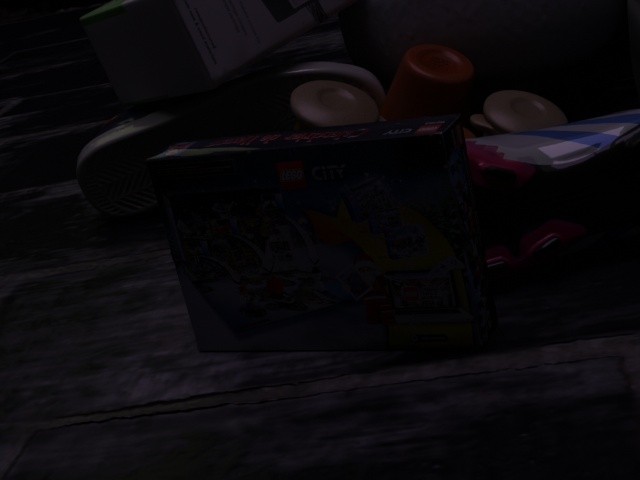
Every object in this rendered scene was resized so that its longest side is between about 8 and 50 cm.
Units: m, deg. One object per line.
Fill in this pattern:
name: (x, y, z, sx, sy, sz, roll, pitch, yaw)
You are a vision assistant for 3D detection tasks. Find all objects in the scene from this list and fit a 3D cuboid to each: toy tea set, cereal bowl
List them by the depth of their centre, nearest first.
toy tea set: (0.075, -0.076, 1.155, 0.336, 0.124, 0.200, -23, 51, -36)
cereal bowl: (0.197, -0.238, 1.390, 0.339, 0.141, 0.339, -11, 8, 2)

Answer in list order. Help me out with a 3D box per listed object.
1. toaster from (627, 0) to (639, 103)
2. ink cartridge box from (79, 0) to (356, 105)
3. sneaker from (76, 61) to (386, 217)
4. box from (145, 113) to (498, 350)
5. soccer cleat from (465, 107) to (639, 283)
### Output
toaster: (0.381, -0.192, 1.139, 0.186, 0.168, 0.110, -9, 20, 9)
ink cartridge box: (-0.092, -0.263, 1.295, 0.273, 0.114, 0.198, -37, 21, -32)
sneaker: (-0.100, -0.136, 1.327, 0.350, 0.131, 0.148, -13, 26, 6)
box: (0.000, 0.000, 0.856, 0.233, 0.159, 0.044, -3, 21, 26)
soccer cleat: (0.173, -0.034, 0.952, 0.331, 0.116, 0.143, -9, 3, 3)
